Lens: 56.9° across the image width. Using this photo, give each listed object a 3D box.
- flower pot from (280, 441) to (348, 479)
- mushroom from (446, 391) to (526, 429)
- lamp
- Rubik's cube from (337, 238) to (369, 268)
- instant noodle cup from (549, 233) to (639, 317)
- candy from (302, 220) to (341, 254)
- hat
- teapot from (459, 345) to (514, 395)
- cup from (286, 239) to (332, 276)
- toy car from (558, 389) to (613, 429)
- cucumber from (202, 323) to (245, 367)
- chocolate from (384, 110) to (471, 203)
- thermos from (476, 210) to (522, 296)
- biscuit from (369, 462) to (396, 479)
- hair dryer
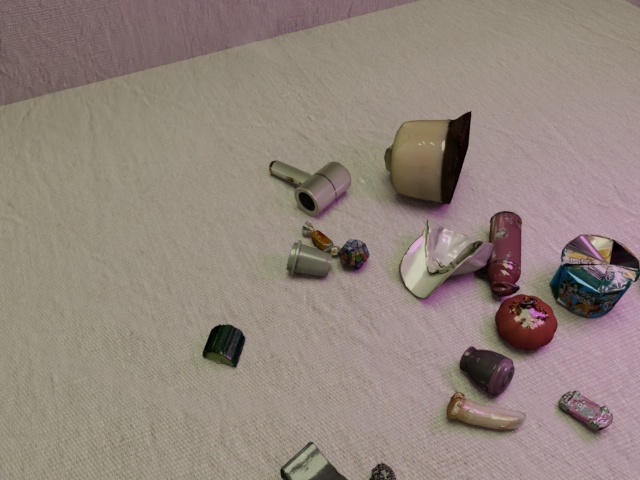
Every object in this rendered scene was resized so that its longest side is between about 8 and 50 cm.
[{"bbox_3d":[0.007,0.628,1.475,0.108,0.103,0.229,-33,55,-25],"label":"flower pot"},{"bbox_3d":[0.454,0.477,1.627,0.209,0.071,0.084,11,16,8],"label":"mushroom"},{"bbox_3d":[0.623,0.241,1.788,0.182,0.140,0.182,-3,51,3],"label":"lamp"},{"bbox_3d":[0.114,0.047,2.019,0.111,0.093,0.111,-1,50,1],"label":"Rubik's cube"},{"bbox_3d":[0.855,0.122,1.861,0.240,0.178,0.240,-1,47,1],"label":"instant noodle cup"},{"bbox_3d":[0.000,0.000,2.100,0.053,0.046,0.182,-32,59,-29],"label":"candy"},{"bbox_3d":[0.419,0.081,1.961,0.301,0.168,0.258,-50,36,-8],"label":"hat"},{"bbox_3d":[0.483,0.357,1.706,0.146,0.116,0.148,26,57,37],"label":"teapot"},{"bbox_3d":[-0.035,0.070,1.995,0.141,0.120,0.120,15,49,3],"label":"cup"},{"bbox_3d":[0.729,0.471,1.627,0.069,0.055,0.142,-33,40,-26],"label":"toy car"},{"bbox_3d":[-0.298,0.318,1.806,0.116,0.062,0.115,9,44,8],"label":"cucumber"},{"bbox_3d":[0.382,-0.309,2.181,0.297,0.326,0.314,15,48,10],"label":"chocolate"},{"bbox_3d":[0.604,0.051,1.984,0.136,0.109,0.330,9,48,10],"label":"thermos"},{"bbox_3d":[0.153,0.623,1.526,0.089,0.027,0.087,-17,49,-13],"label":"biscuit"},{"bbox_3d":[-0.078,-0.240,2.289,0.362,0.128,0.203,26,54,33],"label":"hair dryer"}]
